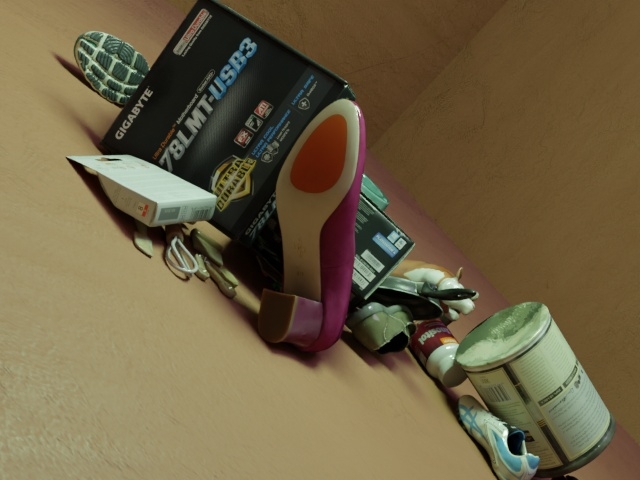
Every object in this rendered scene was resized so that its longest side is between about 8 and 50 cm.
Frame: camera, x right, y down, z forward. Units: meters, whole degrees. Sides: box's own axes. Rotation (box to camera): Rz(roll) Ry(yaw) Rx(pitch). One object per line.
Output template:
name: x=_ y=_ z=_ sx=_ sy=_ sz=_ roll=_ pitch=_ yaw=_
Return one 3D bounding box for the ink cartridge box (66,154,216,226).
ink cartridge box: x=-0.263 y=-0.075 z=1.595 sx=0.179 sy=0.045 sz=0.145 roll=24 pitch=16 yaw=26

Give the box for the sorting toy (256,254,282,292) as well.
sorting toy: x=-0.084 y=0.061 z=1.860 sx=0.062 sy=0.012 sz=0.083 roll=44 pitch=6 yaw=-22

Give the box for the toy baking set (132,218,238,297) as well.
toy baking set: x=-0.204 y=-0.003 z=1.621 sx=0.197 sy=0.030 sz=0.256 roll=50 pitch=13 yaw=34

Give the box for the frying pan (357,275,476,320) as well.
frying pan: x=0.152 y=0.093 z=2.049 sx=0.197 sy=0.053 sz=0.326 roll=15 pitch=-19 yaw=-7

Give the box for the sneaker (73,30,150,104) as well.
sneaker: x=-0.373 y=-0.304 z=2.070 sx=0.110 sy=0.107 sz=0.275 roll=27 pitch=-6 yaw=37

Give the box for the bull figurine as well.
bull figurine: x=0.214 y=0.101 z=2.294 sx=0.310 sy=0.101 sz=0.188 roll=13 pitch=-15 yaw=40

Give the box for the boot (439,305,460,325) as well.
boot: x=0.234 y=0.175 z=2.456 sx=0.082 sy=0.106 sz=0.219 roll=37 pitch=-17 yaw=-10

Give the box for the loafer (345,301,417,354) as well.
loafer: x=0.117 y=0.172 z=2.003 sx=0.087 sy=0.094 sz=0.251 roll=62 pitch=18 yaw=17

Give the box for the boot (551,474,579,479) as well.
boot: x=0.541 y=0.520 z=2.176 sx=0.176 sy=0.088 sz=0.244 roll=45 pitch=14 yaw=19

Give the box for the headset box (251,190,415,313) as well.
headset box: x=0.000 y=0.000 z=1.850 sx=0.246 sy=0.131 sz=0.283 roll=43 pitch=-17 yaw=3

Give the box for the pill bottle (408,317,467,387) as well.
pill bottle: x=0.238 y=0.223 z=2.211 sx=0.086 sy=0.086 sz=0.152 roll=34 pitch=14 yaw=-41

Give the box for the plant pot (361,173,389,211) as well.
plant pot: x=0.014 y=-0.066 z=2.219 sx=0.293 sy=0.196 sz=0.293 roll=42 pitch=11 yaw=-10

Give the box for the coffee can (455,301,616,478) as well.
coffee can: x=0.414 y=0.286 z=2.113 sx=0.275 sy=0.201 sz=0.201 roll=57 pitch=7 yaw=-15

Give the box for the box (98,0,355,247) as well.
box: x=-0.147 y=-0.188 z=1.702 sx=0.293 sy=0.295 sz=0.073 roll=36 pitch=-1 yaw=17

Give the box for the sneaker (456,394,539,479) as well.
sneaker: x=0.327 y=0.357 z=2.021 sx=0.085 sy=0.086 sz=0.237 roll=34 pitch=13 yaw=-35

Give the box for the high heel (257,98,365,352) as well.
high heel: x=0.012 y=-0.018 z=1.653 sx=0.127 sy=0.377 sz=0.181 roll=22 pitch=4 yaw=30
